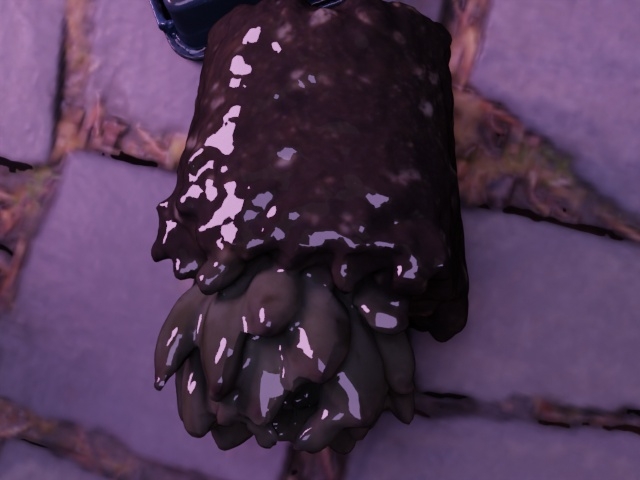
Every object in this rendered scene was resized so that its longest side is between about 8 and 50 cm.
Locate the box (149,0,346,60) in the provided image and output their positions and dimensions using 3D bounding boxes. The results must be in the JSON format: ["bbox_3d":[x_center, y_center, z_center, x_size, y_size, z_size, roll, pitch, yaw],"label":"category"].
[{"bbox_3d":[-0.038,-0.136,0.922,0.099,0.054,0.074,-21,79,4],"label":"box"}]

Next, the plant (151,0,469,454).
[{"bbox_3d":[0.000,0.000,0.853,0.129,0.132,0.194,3,75,13],"label":"plant"}]
